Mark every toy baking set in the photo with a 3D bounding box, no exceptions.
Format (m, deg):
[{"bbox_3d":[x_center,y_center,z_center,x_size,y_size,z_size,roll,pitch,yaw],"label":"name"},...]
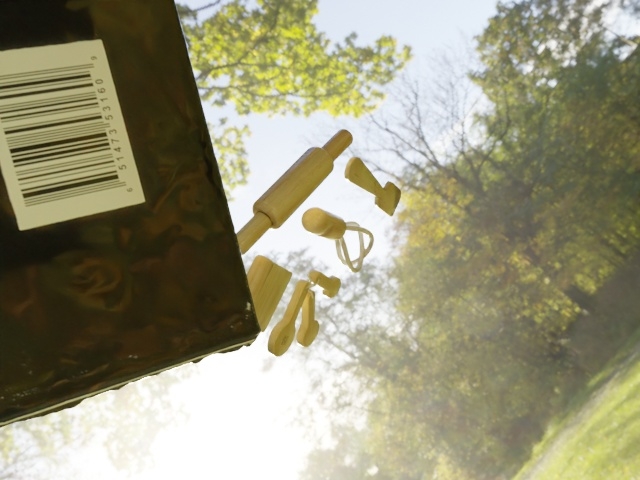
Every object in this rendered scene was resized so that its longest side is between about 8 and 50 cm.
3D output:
[{"bbox_3d":[-0.002,-0.004,0.613,0.256,0.030,0.196,-52,-31,-28],"label":"toy baking set"}]

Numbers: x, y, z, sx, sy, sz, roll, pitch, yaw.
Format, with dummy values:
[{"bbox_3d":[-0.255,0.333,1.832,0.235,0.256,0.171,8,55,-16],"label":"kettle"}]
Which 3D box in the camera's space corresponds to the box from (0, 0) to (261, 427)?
[{"bbox_3d":[-0.209,-0.048,0.499,0.183,0.296,0.294,-16,4,-25],"label":"box"}]
